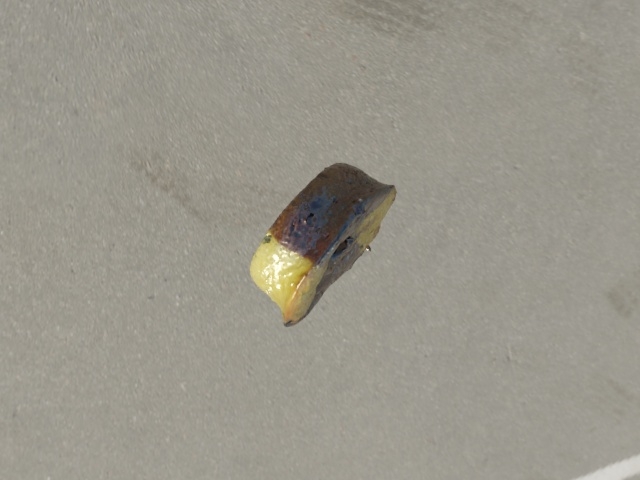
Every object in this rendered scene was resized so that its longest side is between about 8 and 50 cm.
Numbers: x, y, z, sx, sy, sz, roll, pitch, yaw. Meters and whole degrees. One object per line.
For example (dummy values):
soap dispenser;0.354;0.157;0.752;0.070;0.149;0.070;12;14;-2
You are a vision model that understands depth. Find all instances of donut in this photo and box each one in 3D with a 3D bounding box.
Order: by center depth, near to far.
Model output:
donut;0.000;0.000;0.593;0.059;0.140;0.140;39;102;10
